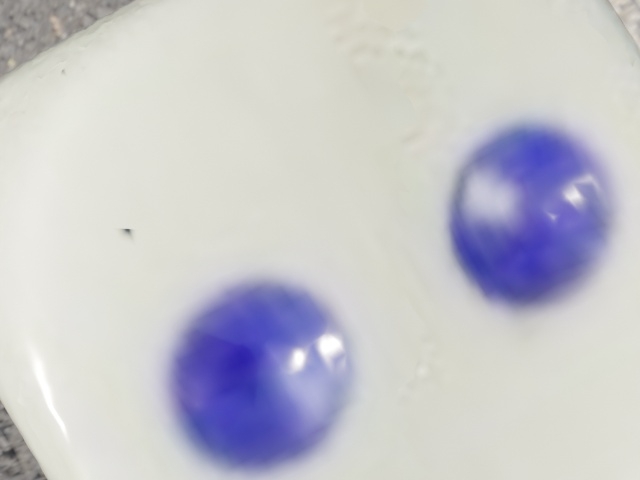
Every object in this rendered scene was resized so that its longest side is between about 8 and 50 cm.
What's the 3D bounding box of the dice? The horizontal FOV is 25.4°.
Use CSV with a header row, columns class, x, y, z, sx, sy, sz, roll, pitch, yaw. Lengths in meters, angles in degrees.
class,x,y,z,sx,sy,sz,roll,pitch,yaw
dice,-0.005,0.024,0.689,0.304,0.277,0.304,-30,97,-14
